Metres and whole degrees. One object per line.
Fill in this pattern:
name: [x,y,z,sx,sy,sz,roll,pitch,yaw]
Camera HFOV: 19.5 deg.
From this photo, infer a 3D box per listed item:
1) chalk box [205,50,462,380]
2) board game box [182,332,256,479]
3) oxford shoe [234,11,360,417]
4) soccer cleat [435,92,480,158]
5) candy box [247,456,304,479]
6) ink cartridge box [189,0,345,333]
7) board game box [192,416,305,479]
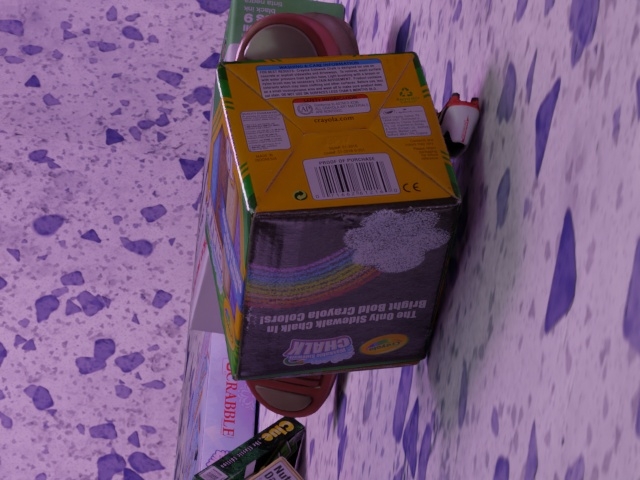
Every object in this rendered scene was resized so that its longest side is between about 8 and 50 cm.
chalk box: [0.000,0.000,1.191,0.213,0.132,0.132,100,161,-50]
board game box: [-0.133,0.267,2.385,0.318,0.066,0.318,106,169,-52]
oxford shoe: [0.000,-0.023,1.584,0.130,0.123,0.348,-23,-60,-61]
soccer cleat: [0.080,-0.066,1.166,0.083,0.029,0.035,137,145,-72]
candy box: [-0.136,0.318,1.451,0.087,0.316,0.183,47,150,18]
ink cartridge box: [-0.053,-0.071,1.872,0.211,0.122,0.289,108,167,-59]
board game box: [-0.088,0.297,1.813,0.136,0.030,0.259,-28,-37,-41]
